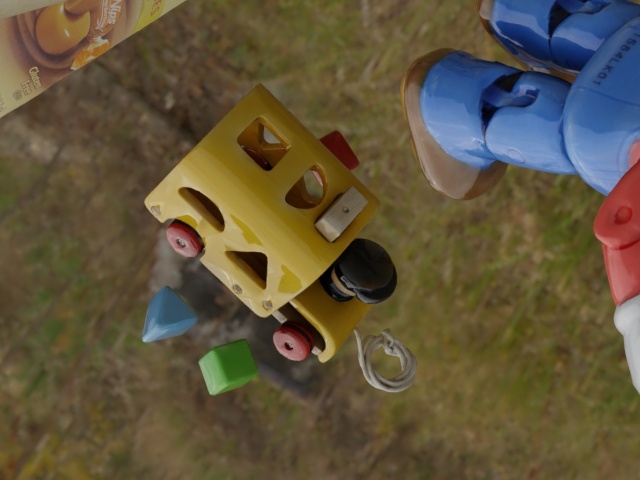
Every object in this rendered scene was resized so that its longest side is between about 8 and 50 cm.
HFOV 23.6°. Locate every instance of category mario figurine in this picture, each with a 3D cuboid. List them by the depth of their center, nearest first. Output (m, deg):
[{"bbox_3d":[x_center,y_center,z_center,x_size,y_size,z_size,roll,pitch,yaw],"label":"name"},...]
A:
[{"bbox_3d":[0.183,-0.029,0.704,0.170,0.198,0.320,5,-166,-34],"label":"mario figurine"}]

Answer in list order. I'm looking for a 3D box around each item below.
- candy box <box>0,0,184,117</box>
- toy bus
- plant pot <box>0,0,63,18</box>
[{"bbox_3d":[-0.204,-0.237,1.021,0.087,0.183,0.316,47,164,26],"label":"candy box"},{"bbox_3d":[-0.011,-0.005,1.003,0.202,0.191,0.104,2,158,-28],"label":"toy bus"},{"bbox_3d":[-0.136,-0.189,0.578,0.256,0.274,0.256,59,178,3],"label":"plant pot"}]
